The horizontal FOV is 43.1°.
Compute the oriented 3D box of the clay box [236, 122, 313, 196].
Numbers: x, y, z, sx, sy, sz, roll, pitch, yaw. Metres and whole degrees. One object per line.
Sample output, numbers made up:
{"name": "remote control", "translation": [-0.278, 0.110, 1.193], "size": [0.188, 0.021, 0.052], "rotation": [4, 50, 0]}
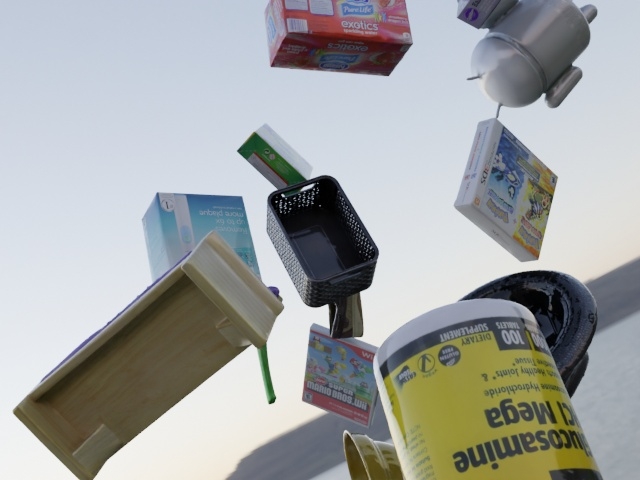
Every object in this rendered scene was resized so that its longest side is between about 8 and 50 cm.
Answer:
{"name": "clay box", "translation": [-0.077, -0.148, 1.467], "size": [0.053, 0.127, 0.222], "rotation": [-46, 7, 9]}

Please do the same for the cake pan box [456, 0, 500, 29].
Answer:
{"name": "cake pan box", "translation": [0.396, -0.632, 1.791], "size": [0.267, 0.070, 0.245], "rotation": [-54, 15, 47]}

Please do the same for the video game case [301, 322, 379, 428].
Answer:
{"name": "video game case", "translation": [0.056, 0.354, 2.100], "size": [0.025, 0.204, 0.285], "rotation": [-53, -24, -48]}

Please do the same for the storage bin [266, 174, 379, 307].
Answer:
{"name": "storage bin", "translation": [0.000, 0.000, 1.266], "size": [0.122, 0.180, 0.084], "rotation": [-20, -29, -17]}

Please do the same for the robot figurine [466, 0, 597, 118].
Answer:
{"name": "robot figurine", "translation": [0.501, -0.460, 1.941], "size": [0.353, 0.300, 0.200], "rotation": [-47, 7, -9]}

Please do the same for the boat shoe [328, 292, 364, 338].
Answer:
{"name": "boat shoe", "translation": [0.041, 0.114, 1.930], "size": [0.092, 0.285, 0.103], "rotation": [-15, 26, -10]}

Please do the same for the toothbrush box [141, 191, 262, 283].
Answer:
{"name": "toothbrush box", "translation": [-0.266, 0.048, 1.831], "size": [0.216, 0.295, 0.126], "rotation": [2, -30, -30]}

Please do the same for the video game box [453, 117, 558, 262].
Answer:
{"name": "video game box", "translation": [0.340, -0.089, 1.464], "size": [0.205, 0.187, 0.048], "rotation": [34, -25, -30]}

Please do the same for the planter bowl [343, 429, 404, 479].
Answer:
{"name": "planter bowl", "translation": [0.117, 0.430, 1.431], "size": [0.090, 0.217, 0.217], "rotation": [-14, -16, -11]}

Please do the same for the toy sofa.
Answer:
{"name": "toy sofa", "translation": [-0.230, 0.152, 1.118], "size": [0.363, 0.150, 0.177], "rotation": [-39, 9, 17]}

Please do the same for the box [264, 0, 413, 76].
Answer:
{"name": "box", "translation": [0.032, -0.405, 1.545], "size": [0.257, 0.128, 0.122], "rotation": [0, -19, -20]}

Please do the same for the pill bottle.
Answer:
{"name": "pill bottle", "translation": [0.180, 0.241, 0.803], "size": [0.188, 0.333, 0.188], "rotation": [-11, -33, -7]}

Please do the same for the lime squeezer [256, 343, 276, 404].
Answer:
{"name": "lime squeezer", "translation": [-0.134, 0.143, 1.487], "size": [0.059, 0.310, 0.109], "rotation": [-19, -39, -22]}

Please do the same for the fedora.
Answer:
{"name": "fedora", "translation": [0.307, 0.204, 1.298], "size": [0.334, 0.152, 0.334], "rotation": [-30, 28, 18]}
